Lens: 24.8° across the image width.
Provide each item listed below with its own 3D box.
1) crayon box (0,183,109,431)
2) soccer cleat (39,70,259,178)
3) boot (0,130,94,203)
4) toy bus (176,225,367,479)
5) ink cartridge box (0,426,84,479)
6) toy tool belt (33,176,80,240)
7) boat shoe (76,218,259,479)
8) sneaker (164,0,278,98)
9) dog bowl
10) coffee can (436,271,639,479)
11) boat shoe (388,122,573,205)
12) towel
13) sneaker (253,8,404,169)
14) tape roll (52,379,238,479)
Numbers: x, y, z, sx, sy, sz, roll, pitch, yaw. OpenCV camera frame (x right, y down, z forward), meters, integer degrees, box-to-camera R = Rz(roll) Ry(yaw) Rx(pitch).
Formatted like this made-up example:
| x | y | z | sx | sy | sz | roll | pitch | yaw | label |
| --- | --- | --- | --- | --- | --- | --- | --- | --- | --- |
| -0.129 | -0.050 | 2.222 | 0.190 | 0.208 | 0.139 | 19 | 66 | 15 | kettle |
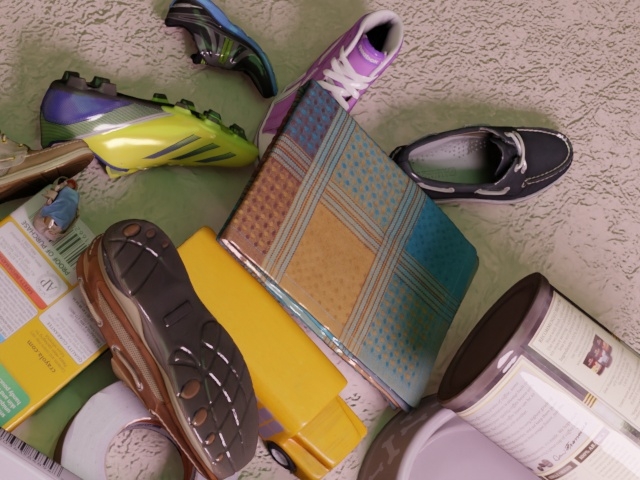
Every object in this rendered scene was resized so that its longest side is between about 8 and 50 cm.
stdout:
| x | y | z | sx | sy | sz | roll | pitch | yaw | label |
| --- | --- | --- | --- | --- | --- | --- | --- | --- | --- |
| -0.386 | 0.110 | 1.749 | 0.323 | 0.083 | 0.203 | -41 | 89 | -26 | crayon box |
| -0.224 | -0.131 | 1.892 | 0.289 | 0.093 | 0.121 | 15 | 100 | -19 | soccer cleat |
| -0.401 | -0.131 | 1.802 | 0.213 | 0.077 | 0.165 | -19 | 77 | -1 | boot |
| -0.078 | 0.146 | 1.817 | 0.108 | 0.130 | 0.333 | -42 | 90 | -25 | toy bus |
| -0.339 | 0.419 | 1.642 | 0.324 | 0.071 | 0.330 | 35 | 98 | -8 | ink cartridge box |
| -0.311 | -0.044 | 1.749 | 0.052 | 0.051 | 0.083 | 27 | 66 | -9 | toy tool belt |
| -0.184 | 0.131 | 1.719 | 0.122 | 0.120 | 0.324 | -29 | 95 | -47 | boat shoe |
| -0.133 | -0.256 | 1.969 | 0.188 | 0.067 | 0.078 | 41 | 86 | -5 | sneaker |
| 0.221 | 0.354 | 1.873 | 0.349 | 0.102 | 0.349 | 5 | 72 | -17 | dog bowl |
| 0.311 | 0.201 | 1.785 | 0.275 | 0.201 | 0.201 | 38 | 65 | -5 | coffee can |
| 0.232 | -0.107 | 2.025 | 0.302 | 0.091 | 0.114 | -14 | 79 | -22 | boat shoe |
| 0.047 | 0.010 | 1.869 | 0.370 | 0.040 | 0.271 | 44 | 58 | -28 | towel |
| 0.013 | -0.203 | 1.943 | 0.102 | 0.161 | 0.282 | 36 | 67 | -7 | sneaker |
| -0.211 | 0.277 | 1.763 | 0.219 | 0.072 | 0.219 | 5 | 73 | -17 | tape roll |
